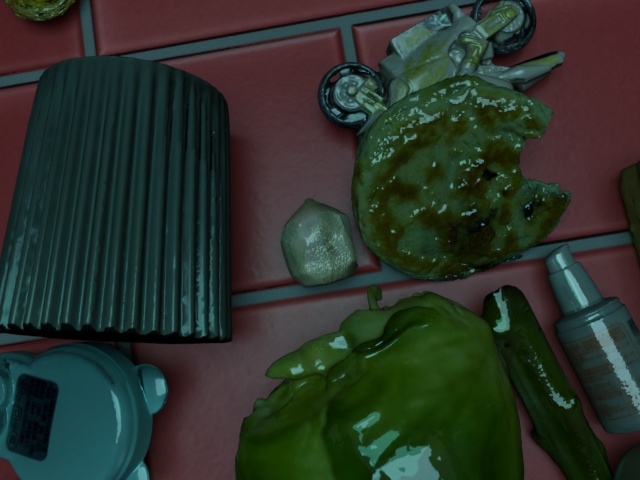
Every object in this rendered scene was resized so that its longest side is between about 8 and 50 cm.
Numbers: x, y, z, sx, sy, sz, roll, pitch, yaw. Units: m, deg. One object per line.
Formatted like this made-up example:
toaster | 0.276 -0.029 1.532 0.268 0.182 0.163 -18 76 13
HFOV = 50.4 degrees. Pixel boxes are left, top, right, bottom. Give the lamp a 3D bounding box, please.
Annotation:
lamp | -0.350 0.237 0.921 0.284 0.147 0.209 10 85 1

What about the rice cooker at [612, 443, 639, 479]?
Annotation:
rice cooker | 0.476 0.327 0.857 0.207 0.127 0.145 9 81 -8

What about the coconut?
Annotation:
coconut | 0.000 0.000 0.954 0.110 0.110 0.124 -13 89 2

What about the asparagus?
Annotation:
asparagus | 0.310 0.217 0.916 0.082 0.085 0.342 -28 88 -25

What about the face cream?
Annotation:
face cream | 0.371 0.125 0.915 0.101 0.101 0.251 -25 81 0

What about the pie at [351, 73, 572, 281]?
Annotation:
pie | 0.183 -0.075 0.920 0.303 0.067 0.302 -2 114 -4

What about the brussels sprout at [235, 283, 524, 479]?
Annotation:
brussels sprout | 0.089 0.251 0.839 0.315 0.276 0.371 36 79 20

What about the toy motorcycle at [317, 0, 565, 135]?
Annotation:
toy motorcycle | 0.182 -0.212 0.969 0.341 0.108 0.222 -29 88 -2

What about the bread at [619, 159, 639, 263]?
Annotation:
bread | 0.598 0.010 0.895 0.333 0.143 0.323 -14 83 1

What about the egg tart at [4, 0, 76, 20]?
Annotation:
egg tart | -0.430 -0.393 1.062 0.129 0.049 0.128 0 77 2

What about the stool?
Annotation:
stool | -0.251 -0.036 0.890 0.298 0.297 0.329 2 78 4
